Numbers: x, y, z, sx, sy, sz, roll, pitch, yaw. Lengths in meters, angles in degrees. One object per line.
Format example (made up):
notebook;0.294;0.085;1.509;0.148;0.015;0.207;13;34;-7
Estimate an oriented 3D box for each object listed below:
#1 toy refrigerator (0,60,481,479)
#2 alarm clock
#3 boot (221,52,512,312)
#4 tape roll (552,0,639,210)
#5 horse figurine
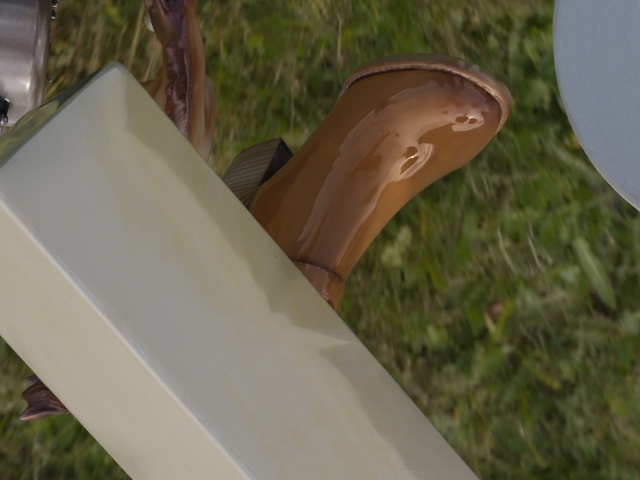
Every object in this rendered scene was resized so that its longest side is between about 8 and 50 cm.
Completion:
toy refrigerator;-0.046;0.056;0.855;0.269;0.102;0.094;50;60;-12
alarm clock;-0.225;-0.131;1.398;0.064;0.192;0.129;7;143;-10
boot;0.000;0.000;1.323;0.283;0.220;0.109;-18;130;38
tape roll;0.367;-0.172;1.471;0.392;0.072;0.392;-7;75;29
horse figurine;-0.097;-0.015;1.013;0.066;0.174;0.263;8;101;-20
